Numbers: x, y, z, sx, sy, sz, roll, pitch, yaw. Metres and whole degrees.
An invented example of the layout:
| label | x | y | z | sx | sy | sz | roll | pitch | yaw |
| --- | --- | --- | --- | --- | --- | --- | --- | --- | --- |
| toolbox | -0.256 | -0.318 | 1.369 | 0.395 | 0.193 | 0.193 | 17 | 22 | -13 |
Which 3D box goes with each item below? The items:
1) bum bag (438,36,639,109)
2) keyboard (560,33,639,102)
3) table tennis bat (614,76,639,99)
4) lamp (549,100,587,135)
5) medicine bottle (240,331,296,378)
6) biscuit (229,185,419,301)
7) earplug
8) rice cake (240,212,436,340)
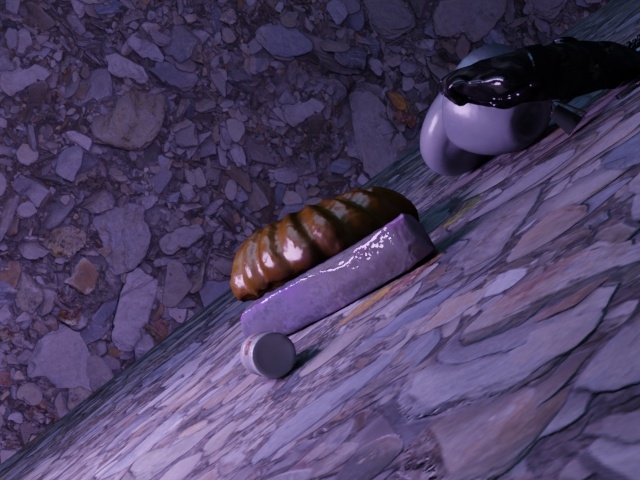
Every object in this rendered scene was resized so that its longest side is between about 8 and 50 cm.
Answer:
| label | x | y | z | sx | sy | sz | roll | pitch | yaw |
| --- | --- | --- | --- | --- | --- | --- | --- | --- | --- |
| bum bag | 0.340 | -0.250 | 1.408 | 0.340 | 0.095 | 0.144 | -10 | 8 | -22 |
| keyboard | 0.531 | -0.325 | 1.722 | 0.230 | 0.025 | 0.094 | -34 | 7 | 29 |
| table tennis bat | 0.451 | -0.225 | 1.356 | 0.083 | 0.007 | 0.050 | -36 | 4 | -13 |
| lamp | 0.353 | -0.184 | 1.396 | 0.041 | 0.054 | 0.121 | -55 | -8 | 17 |
| medicine bottle | -0.066 | 0.140 | 1.180 | 0.057 | 0.057 | 0.089 | -37 | 4 | -15 |
| biscuit | 0.000 | 0.000 | 1.540 | 0.325 | 0.107 | 0.326 | -22 | -3 | -1 |
| earplug | 0.281 | -0.209 | 1.629 | 0.214 | 0.175 | 0.325 | -41 | -5 | -11 |
| rice cake | 0.012 | 0.062 | 1.344 | 0.399 | 0.070 | 0.064 | -32 | 2 | 45 |
